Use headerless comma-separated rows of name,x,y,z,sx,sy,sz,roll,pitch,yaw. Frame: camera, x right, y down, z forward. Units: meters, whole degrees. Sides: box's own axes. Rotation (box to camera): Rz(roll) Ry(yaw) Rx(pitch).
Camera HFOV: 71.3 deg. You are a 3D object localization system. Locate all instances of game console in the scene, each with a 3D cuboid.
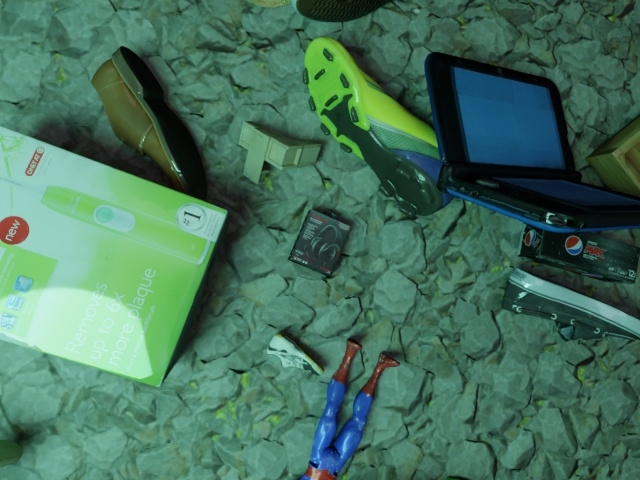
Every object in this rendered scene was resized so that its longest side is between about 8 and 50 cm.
game console,0.303,-0.131,0.578,0.294,0.250,0.173,-4,113,-31

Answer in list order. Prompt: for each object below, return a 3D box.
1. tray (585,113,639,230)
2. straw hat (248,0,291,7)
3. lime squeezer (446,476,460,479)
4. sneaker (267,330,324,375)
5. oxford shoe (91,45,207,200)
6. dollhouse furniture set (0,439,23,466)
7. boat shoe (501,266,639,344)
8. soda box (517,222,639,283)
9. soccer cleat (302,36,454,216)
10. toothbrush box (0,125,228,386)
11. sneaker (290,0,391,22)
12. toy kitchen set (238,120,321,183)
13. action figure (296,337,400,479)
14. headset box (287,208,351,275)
tray,0.637,-0.036,0.707,0.203,0.076,0.410,-39,95,-1
straw hat,-0.077,-0.404,0.613,0.145,0.144,0.061,-4,44,-11
lime squeezer,0.229,0.493,0.609,0.110,0.059,0.309,3,86,-11
sneaker,-0.034,0.159,0.599,0.083,0.032,0.036,37,93,-1
oxford shoe,-0.217,-0.134,0.572,0.076,0.076,0.212,-31,89,13
dollhouse furniture set,-0.376,0.333,0.484,0.242,0.161,0.211,19,81,13
boat shoe,0.373,0.113,0.660,0.229,0.080,0.075,21,99,-12
soda box,0.392,0.017,0.678,0.169,0.053,0.059,16,82,-10
soccer cleat,0.087,-0.163,0.628,0.289,0.093,0.121,51,53,0
toothbrush box,-0.274,0.017,0.514,0.284,0.122,0.206,21,82,-7
sneaker,0.065,-0.404,0.631,0.290,0.106,0.123,-28,85,-21
toy kitchen set,-0.061,-0.117,0.616,0.083,0.075,0.068,34,121,25
action figure,0.018,0.271,0.547,0.092,0.139,0.280,26,84,-7
headset box,0.000,0.000,0.614,0.062,0.032,0.083,24,83,-8
